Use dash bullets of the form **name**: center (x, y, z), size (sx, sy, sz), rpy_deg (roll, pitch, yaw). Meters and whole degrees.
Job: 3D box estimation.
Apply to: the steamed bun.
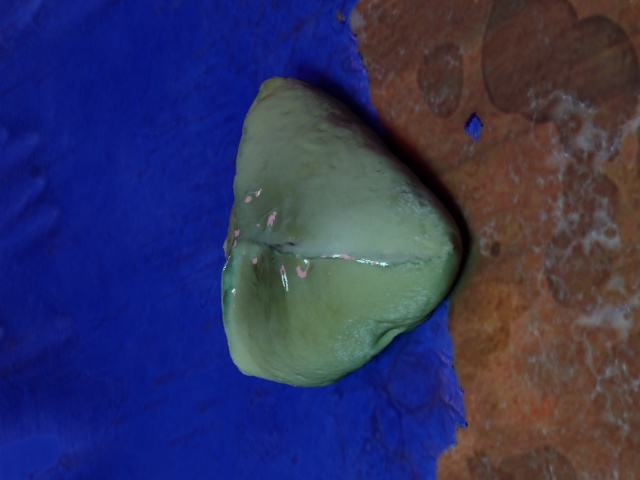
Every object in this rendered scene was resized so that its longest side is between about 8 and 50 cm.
- **steamed bun**: center (-0.013, 0.018, 1.410), size (0.231, 0.110, 0.212), rpy_deg (45, 126, 46)
